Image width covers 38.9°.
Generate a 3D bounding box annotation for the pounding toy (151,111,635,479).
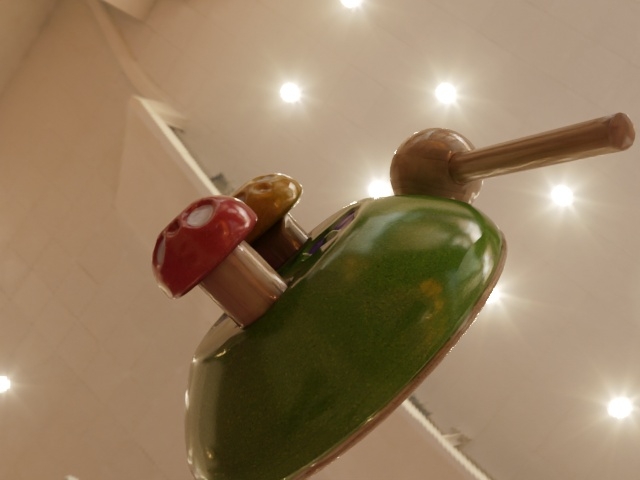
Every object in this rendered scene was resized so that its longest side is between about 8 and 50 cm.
[{"bbox_3d":[0.000,0.000,0.428,0.237,0.183,0.110,-45,-81,-16],"label":"pounding toy"}]
